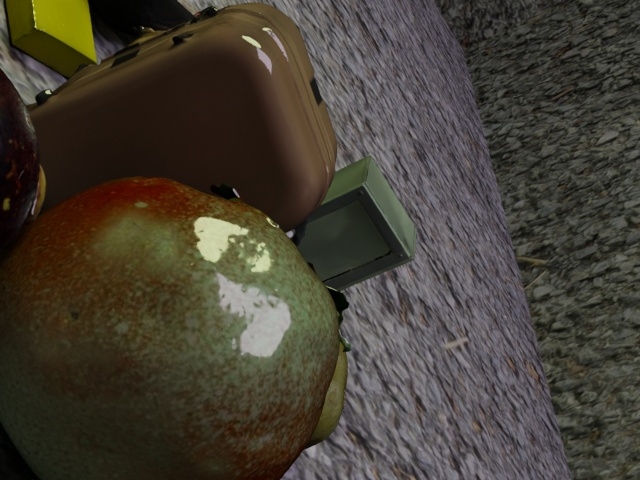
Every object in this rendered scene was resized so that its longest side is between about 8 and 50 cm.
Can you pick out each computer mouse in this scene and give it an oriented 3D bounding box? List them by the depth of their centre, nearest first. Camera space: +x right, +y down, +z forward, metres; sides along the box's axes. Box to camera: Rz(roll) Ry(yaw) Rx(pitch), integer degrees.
[{"bbox_3d":[-0.250,-0.320,1.128,0.147,0.088,0.264,48,8,20],"label":"computer mouse"}]

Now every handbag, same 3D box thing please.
[{"bbox_3d":[-0.126,-0.064,0.882,0.283,0.301,0.149,64,21,-19],"label":"handbag"}]

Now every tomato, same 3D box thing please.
[{"bbox_3d":[-0.138,0.103,0.742,0.303,0.303,0.239,58,39,-18],"label":"tomato"}]

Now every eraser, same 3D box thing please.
[{"bbox_3d":[-0.306,-0.258,0.995,0.097,0.045,0.122,25,46,-59],"label":"eraser"}]

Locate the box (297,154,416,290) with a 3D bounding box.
[{"bbox_3d":[0.000,0.000,1.186,0.129,0.225,0.086,56,24,-23],"label":"box"}]

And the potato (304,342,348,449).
[{"bbox_3d":[-0.058,0.121,1.032,0.251,0.159,0.174,57,-2,2],"label":"potato"}]

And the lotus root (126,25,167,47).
[{"bbox_3d":[-0.176,-0.152,1.060,0.154,0.140,0.257,21,55,-52],"label":"lotus root"}]

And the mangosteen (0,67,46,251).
[{"bbox_3d":[-0.295,-0.067,0.656,0.192,0.192,0.217,62,8,-10],"label":"mangosteen"}]

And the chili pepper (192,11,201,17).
[{"bbox_3d":[-0.088,-0.192,1.398,0.137,0.092,0.369,-14,73,-49],"label":"chili pepper"}]
